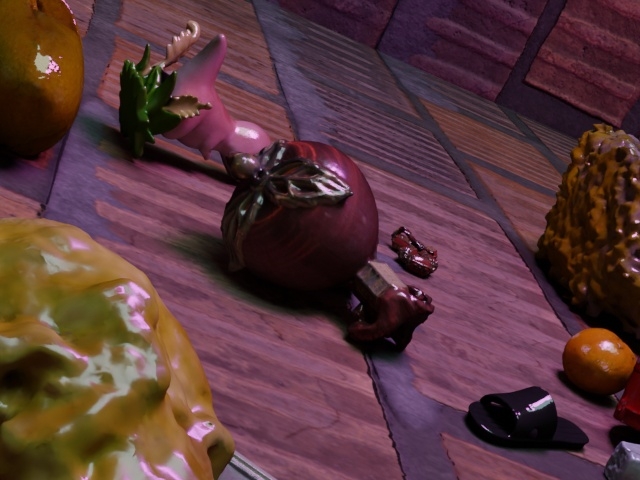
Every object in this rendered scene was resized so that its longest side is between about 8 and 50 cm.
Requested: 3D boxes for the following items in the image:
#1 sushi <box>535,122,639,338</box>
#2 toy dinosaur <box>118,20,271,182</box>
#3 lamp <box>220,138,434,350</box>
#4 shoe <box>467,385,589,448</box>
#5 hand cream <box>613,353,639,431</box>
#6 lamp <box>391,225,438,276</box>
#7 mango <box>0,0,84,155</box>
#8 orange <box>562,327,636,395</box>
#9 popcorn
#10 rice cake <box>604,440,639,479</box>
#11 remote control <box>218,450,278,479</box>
[{"bbox_3d":[0.512,0.021,1.794,0.351,0.240,0.396,21,14,-14],"label":"sushi"},{"bbox_3d":[-0.135,-0.147,1.504,0.177,0.194,0.152,-4,19,-20],"label":"toy dinosaur"},{"bbox_3d":[0.004,-0.010,1.287,0.223,0.151,0.215,19,22,-29],"label":"lamp"},{"bbox_3d":[0.205,0.163,1.234,0.159,0.053,0.062,16,23,-40],"label":"shoe"},{"bbox_3d":[0.409,0.166,1.328,0.193,0.125,0.193,23,2,-1],"label":"hand cream"},{"bbox_3d":[0.116,0.017,1.584,0.063,0.031,0.083,24,21,-6],"label":"lamp"},{"bbox_3d":[-0.305,-0.176,1.334,0.130,0.167,0.262,3,28,-22],"label":"mango"},{"bbox_3d":[0.309,0.134,1.442,0.083,0.070,0.083,28,16,-9],"label":"orange"},{"bbox_3d":[-0.151,0.092,0.679,0.253,0.190,0.191,24,9,8],"label":"popcorn"},{"bbox_3d":[0.387,0.251,1.246,0.245,0.045,0.042,23,16,-12],"label":"rice cake"},{"bbox_3d":[-0.080,0.153,0.848,0.221,0.042,0.078,33,19,20],"label":"remote control"}]
